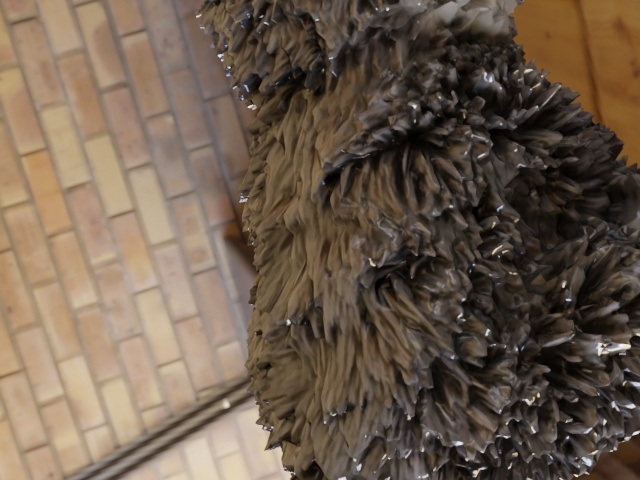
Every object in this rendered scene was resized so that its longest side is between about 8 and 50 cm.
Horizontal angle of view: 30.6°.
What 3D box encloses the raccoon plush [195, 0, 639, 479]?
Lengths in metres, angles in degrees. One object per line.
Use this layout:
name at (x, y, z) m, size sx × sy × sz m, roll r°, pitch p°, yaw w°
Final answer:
raccoon plush at (0.000, 0.000, 0.501) m, size 0.216 × 0.446 × 0.299 m, roll -26°, pitch 116°, yaw 42°
